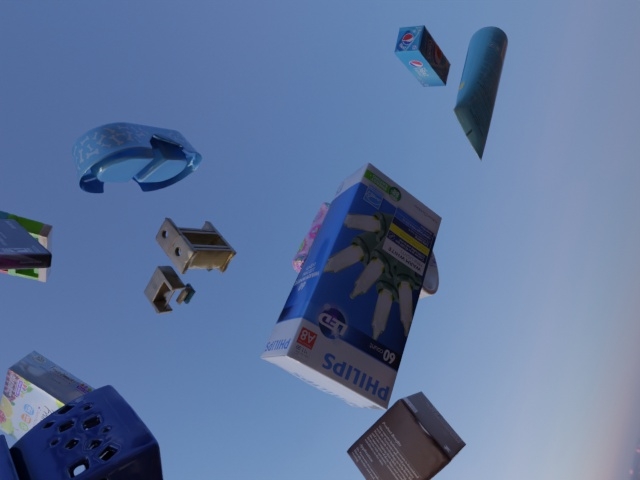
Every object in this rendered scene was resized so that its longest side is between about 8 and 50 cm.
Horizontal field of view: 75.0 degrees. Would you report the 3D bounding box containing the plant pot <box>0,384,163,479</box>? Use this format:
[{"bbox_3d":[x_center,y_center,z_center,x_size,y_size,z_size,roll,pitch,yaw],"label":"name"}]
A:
[{"bbox_3d":[-0.395,0.411,0.667,0.212,0.236,0.235,-12,-72,-44],"label":"plant pot"}]

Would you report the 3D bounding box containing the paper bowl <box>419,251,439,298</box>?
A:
[{"bbox_3d":[0.272,0.064,1.398,0.284,0.148,0.284,38,-139,-42],"label":"paper bowl"}]

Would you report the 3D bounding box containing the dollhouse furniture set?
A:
[{"bbox_3d":[-0.322,0.058,0.989,0.129,0.129,0.183,4,-55,-56],"label":"dollhouse furniture set"}]

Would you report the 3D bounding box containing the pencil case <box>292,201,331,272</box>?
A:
[{"bbox_3d":[0.000,0.000,1.527,0.124,0.124,0.284,49,-119,-44],"label":"pencil case"}]

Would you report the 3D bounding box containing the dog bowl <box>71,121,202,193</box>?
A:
[{"bbox_3d":[-0.389,-0.177,0.899,0.074,0.166,0.297,60,-157,5],"label":"dog bowl"}]

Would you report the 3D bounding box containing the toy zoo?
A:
[{"bbox_3d":[-0.664,-0.012,0.769,0.293,0.192,0.030,18,-129,-22],"label":"toy zoo"}]

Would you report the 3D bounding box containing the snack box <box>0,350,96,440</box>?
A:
[{"bbox_3d":[-0.588,0.365,0.899,0.207,0.174,0.070,-57,0,27],"label":"snack box"}]

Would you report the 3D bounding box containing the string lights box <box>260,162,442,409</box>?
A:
[{"bbox_3d":[0.048,0.050,0.508,0.133,0.077,0.259,33,-119,-17],"label":"string lights box"}]

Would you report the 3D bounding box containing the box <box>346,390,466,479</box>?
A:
[{"bbox_3d":[0.211,0.512,1.027,0.203,0.168,0.167,-49,-31,13],"label":"box"}]

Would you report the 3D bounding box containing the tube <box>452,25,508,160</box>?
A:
[{"bbox_3d":[0.207,-0.201,0.541,0.080,0.052,0.207,43,-128,-28],"label":"tube"}]

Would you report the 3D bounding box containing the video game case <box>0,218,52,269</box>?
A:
[{"bbox_3d":[-0.518,0.001,0.515,0.274,0.196,0.026,2,-76,-49],"label":"video game case"}]

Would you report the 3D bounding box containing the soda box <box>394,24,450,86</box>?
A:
[{"bbox_3d":[0.277,-0.486,1.115,0.210,0.071,0.067,11,-88,-55],"label":"soda box"}]
